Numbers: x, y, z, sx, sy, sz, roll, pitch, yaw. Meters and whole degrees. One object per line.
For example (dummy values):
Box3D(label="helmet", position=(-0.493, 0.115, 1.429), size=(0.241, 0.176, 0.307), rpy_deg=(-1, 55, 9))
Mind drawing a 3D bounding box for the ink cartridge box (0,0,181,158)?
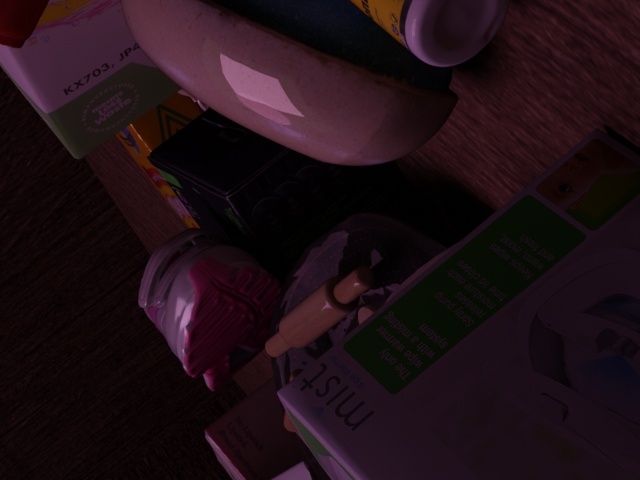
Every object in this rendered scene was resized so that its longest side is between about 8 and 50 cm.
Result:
Box3D(label="ink cartridge box", position=(-0.156, -0.227, 1.290), size=(0.119, 0.207, 0.353), rpy_deg=(51, 172, 28))

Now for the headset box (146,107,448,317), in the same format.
Box3D(label="headset box", position=(0.000, 0.000, 1.671), size=(0.283, 0.131, 0.246), rpy_deg=(56, 170, -21))

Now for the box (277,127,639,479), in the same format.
Box3D(label="box", position=(0.148, 0.104, 0.985), size=(0.262, 0.231, 0.127), rpy_deg=(43, 168, 50))

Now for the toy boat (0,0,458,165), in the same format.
Box3D(label="toy boat", position=(-0.059, -0.153, 1.161), size=(0.318, 0.148, 0.267), rpy_deg=(16, -168, -37))

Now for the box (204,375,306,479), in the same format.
Box3D(label="box", position=(0.020, 0.192, 2.012), size=(0.149, 0.232, 0.127), rpy_deg=(49, 170, 19))

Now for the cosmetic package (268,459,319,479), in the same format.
Box3D(label="cosmetic package", position=(-0.010, 0.325, 1.752), size=(0.385, 0.156, 0.217), rpy_deg=(-39, 66, 52))

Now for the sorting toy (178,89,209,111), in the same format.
Box3D(label="sorting toy", position=(-0.100, -0.138, 1.946), size=(0.075, 0.045, 0.083), rpy_deg=(48, 174, -31))

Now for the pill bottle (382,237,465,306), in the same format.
Box3D(label="pill bottle", position=(0.169, 0.145, 1.245), size=(0.301, 0.169, 0.169), rpy_deg=(55, 171, -20))

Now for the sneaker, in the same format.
Box3D(label="sneaker", position=(-0.100, 0.045, 1.599), size=(0.111, 0.103, 0.252), rpy_deg=(48, 169, 10))

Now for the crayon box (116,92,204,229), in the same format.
Box3D(label="crayon box", position=(-0.169, -0.113, 2.273), size=(0.318, 0.081, 0.202), rpy_deg=(54, 172, -8))

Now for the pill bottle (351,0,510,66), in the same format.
Box3D(label="pill bottle", position=(0.043, -0.147, 1.056), size=(0.116, 0.065, 0.065), rpy_deg=(46, 170, 40))

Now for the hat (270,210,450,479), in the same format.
Box3D(label="hat", position=(0.116, 0.123, 1.487), size=(0.331, 0.134, 0.331), rpy_deg=(24, 124, 43))

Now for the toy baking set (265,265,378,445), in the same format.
Box3D(label="toy baking set", position=(0.050, 0.113, 1.435), size=(0.197, 0.030, 0.256), rpy_deg=(55, 146, 9))
